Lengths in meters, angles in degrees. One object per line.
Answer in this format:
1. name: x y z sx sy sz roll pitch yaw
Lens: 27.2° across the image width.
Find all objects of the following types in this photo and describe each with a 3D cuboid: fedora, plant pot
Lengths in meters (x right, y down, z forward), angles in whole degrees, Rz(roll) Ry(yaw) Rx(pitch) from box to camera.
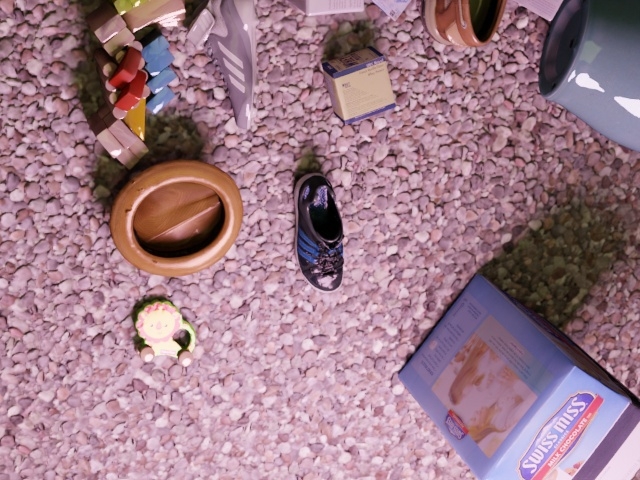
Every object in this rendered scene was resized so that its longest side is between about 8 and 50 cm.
1. fedora: -0.209 -0.042 1.907 0.194 0.079 0.194 -5 116 -11
2. plant pot: 0.475 -0.265 1.967 0.255 0.271 0.271 16 106 -10

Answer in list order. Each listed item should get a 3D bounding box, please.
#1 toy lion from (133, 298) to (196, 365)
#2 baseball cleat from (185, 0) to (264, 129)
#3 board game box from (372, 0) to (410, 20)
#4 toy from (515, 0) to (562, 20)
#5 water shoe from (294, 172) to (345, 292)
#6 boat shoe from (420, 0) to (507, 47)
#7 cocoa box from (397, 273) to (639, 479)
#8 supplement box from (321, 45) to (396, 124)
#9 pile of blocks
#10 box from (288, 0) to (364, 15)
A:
1. toy lion: -0.236 0.137 2.004 0.100 0.034 0.096 9 101 -23
2. baseball cleat: -0.135 -0.258 1.858 0.109 0.072 0.206 0 108 -5
3. board game box: 0.109 -0.372 1.893 0.090 0.020 0.090 -50 146 7
4. toy: 0.343 -0.456 1.922 0.056 0.137 0.237 -14 135 -62
5. water shoe: 0.000 0.000 1.998 0.073 0.080 0.203 -17 117 -12
6. boat shoe: 0.235 -0.428 1.865 0.122 0.120 0.324 -6 113 -32
7. cocoa box: 0.321 0.252 2.069 0.228 0.347 0.231 34 98 -28
8. supplement box: 0.056 -0.227 1.935 0.083 0.056 0.083 -21 118 -10
9. pile of blocks: -0.243 -0.263 1.781 0.149 0.112 0.362 -8 115 -17
10. box: 0.005 -0.373 1.829 0.087 0.102 0.101 -9 115 -18
